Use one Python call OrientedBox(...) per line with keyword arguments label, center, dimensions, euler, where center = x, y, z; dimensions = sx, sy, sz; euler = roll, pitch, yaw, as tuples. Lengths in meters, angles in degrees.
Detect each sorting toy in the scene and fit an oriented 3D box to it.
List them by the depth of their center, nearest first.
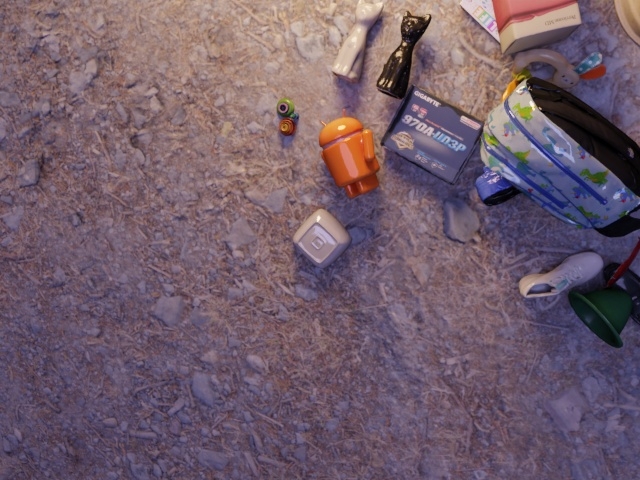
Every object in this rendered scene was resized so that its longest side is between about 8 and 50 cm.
OrientedBox(label="sorting toy", center=(-0.092, -0.336, 1.582), dimensions=(0.061, 0.042, 0.102), euler=(-6, 100, 17))

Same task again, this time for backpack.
OrientedBox(label="backpack", center=(0.530, -0.193, 1.277), dimensions=(0.355, 0.290, 0.273), euler=(42, 131, -22))
OrientedBox(label="backpack", center=(0.445, -0.146, 1.445), dimensions=(0.120, 0.098, 0.101), euler=(-33, 63, 20))

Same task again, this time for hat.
OrientedBox(label="hat", center=(0.729, 0.135, 1.400), dimensions=(0.183, 0.208, 0.173), euler=(-39, 71, 1))

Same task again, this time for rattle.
OrientedBox(label="rattle", center=(0.530, -0.356, 1.325), dimensions=(0.199, 0.143, 0.130), euler=(17, 143, 20))

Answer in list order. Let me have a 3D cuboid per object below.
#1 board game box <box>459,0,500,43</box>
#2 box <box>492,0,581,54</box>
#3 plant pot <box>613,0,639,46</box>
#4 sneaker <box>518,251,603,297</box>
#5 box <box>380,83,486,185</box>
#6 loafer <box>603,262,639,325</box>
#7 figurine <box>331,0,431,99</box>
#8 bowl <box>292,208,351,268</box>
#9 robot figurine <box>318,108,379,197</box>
OrientedBox(label="board game box", center=(0.425, -0.553, 1.390), dimensions=(0.154, 0.026, 0.103), euler=(44, 111, 3))
OrientedBox(label="box", center=(0.468, -0.557, 1.295), dimensions=(0.148, 0.127, 0.232), euler=(-12, 91, 5))
OrientedBox(label="plant pot", center=(0.789, -0.539, 1.140), dimensions=(0.333, 0.305, 0.334), euler=(3, 103, 15))
OrientedBox(label="sneaker", center=(0.605, 0.099, 1.453), dimensions=(0.212, 0.094, 0.080), euler=(-28, 92, 20))
OrientedBox(label="box", center=(0.288, -0.269, 1.482), dimensions=(0.220, 0.051, 0.175), euler=(31, 109, 8))
OrientedBox(label="loafer", center=(0.780, 0.150, 1.422), dimensions=(0.076, 0.078, 0.223), euler=(-39, 90, 20))
OrientedBox(label="figurine", center=(0.147, -0.487, 1.451), dimensions=(0.214, 0.092, 0.210), euler=(26, 101, 21))
OrientedBox(label="bowl", center=(0.000, 0.000, 1.628), dimensions=(0.142, 0.053, 0.142), euler=(44, 109, 2))
OrientedBox(label="robot figurine", center=(0.076, -0.225, 1.514), dimensions=(0.128, 0.158, 0.220), euler=(-24, 95, -3))
